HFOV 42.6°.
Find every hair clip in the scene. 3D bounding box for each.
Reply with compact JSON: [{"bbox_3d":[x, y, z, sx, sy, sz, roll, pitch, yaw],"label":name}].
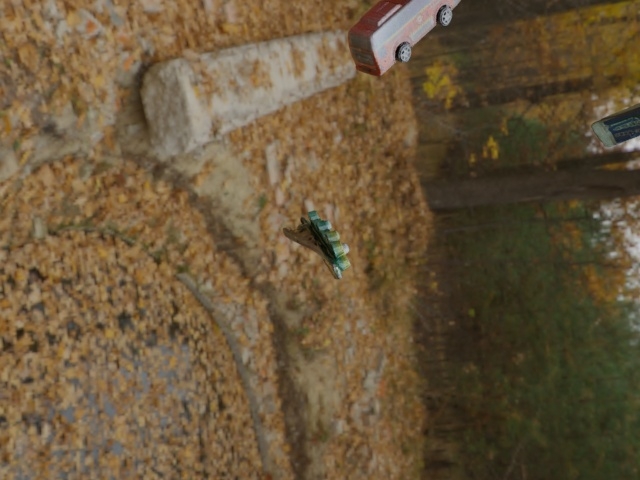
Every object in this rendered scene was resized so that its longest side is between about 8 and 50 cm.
[{"bbox_3d":[0.000,-0.001,0.908,0.173,0.049,0.049,-138,-147,-66],"label":"hair clip"}]

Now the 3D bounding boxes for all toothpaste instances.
[{"bbox_3d":[0.400,-0.153,0.902,0.057,0.197,0.034,32,44,-46],"label":"toothpaste"}]

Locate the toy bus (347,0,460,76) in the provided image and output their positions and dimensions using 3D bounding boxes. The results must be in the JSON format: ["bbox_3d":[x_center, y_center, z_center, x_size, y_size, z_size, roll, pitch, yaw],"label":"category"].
[{"bbox_3d":[0.119,-0.313,1.143,0.192,0.065,0.077,-44,132,-16],"label":"toy bus"}]
